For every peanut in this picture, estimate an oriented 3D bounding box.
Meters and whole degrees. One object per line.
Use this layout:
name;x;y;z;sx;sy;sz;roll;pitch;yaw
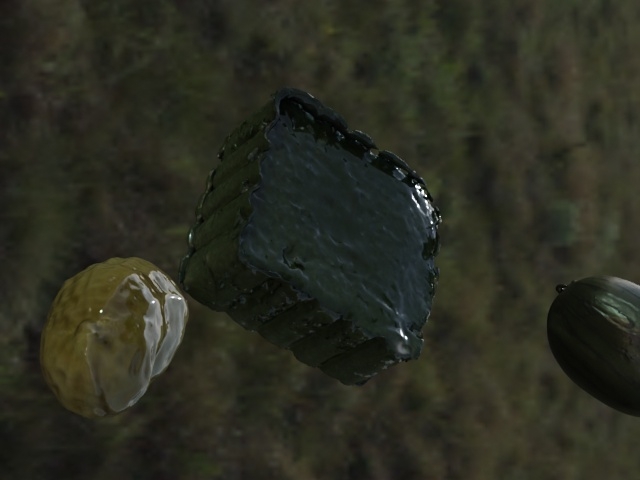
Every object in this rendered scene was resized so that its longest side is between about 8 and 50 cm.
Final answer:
peanut;-0.211;0.094;1.548;0.305;0.147;0.147;-63;149;-86

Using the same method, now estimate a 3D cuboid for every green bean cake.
green bean cake;0.000;0.000;1.550;0.255;0.132;0.241;30;48;-26

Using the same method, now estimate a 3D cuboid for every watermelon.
watermelon;0.185;0.064;0.925;0.078;0.110;0.078;-37;146;-31
